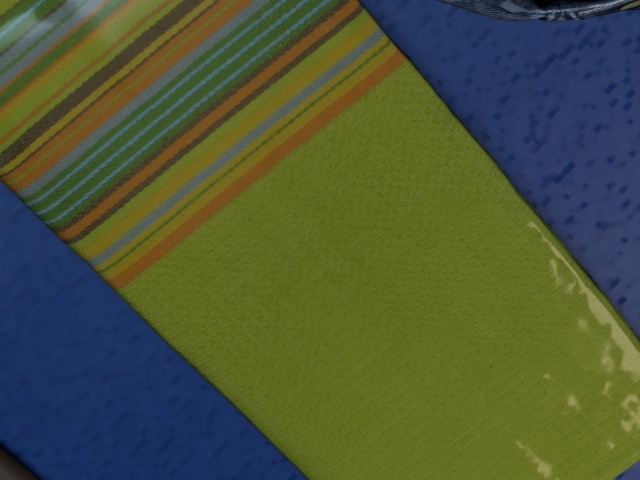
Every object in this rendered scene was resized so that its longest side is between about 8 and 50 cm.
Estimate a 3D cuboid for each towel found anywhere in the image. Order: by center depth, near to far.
[{"bbox_3d":[0.000,0.000,0.519,0.102,0.021,0.237,-37,117,10],"label":"towel"}]

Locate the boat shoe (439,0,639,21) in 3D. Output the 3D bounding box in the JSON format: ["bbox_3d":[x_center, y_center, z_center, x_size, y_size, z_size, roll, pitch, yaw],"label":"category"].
[{"bbox_3d":[0.085,-0.080,0.466,0.183,0.083,0.065,0,113,-14],"label":"boat shoe"}]

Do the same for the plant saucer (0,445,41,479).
[{"bbox_3d":[-0.182,0.160,0.533,0.277,0.041,0.278,-5,114,-12],"label":"plant saucer"}]
